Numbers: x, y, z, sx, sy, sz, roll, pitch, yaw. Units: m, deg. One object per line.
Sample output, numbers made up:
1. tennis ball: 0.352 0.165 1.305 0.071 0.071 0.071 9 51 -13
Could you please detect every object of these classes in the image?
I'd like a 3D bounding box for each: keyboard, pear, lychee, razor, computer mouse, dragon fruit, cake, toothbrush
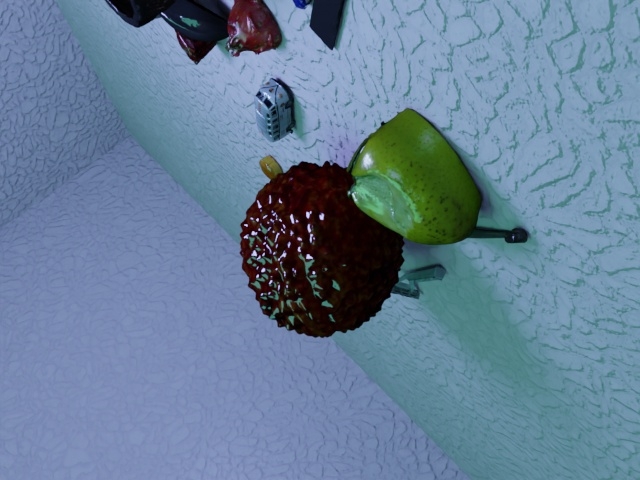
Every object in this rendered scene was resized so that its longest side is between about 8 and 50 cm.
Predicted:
1. keyboard: 0.013 -0.441 1.392 0.074 0.015 0.196 52 165 9
2. pear: 0.194 -0.086 1.448 0.292 0.159 0.292 43 163 16
3. lychee: 0.000 0.000 1.785 0.425 0.424 0.500 67 -163 -48
4. razor: 0.261 0.101 1.913 0.111 0.056 0.278 15 163 -12
5. computer mouse: -0.346 -0.571 1.831 0.269 0.086 0.137 33 -166 7
6. dragon fruit: -0.173 -0.482 1.657 0.153 0.111 0.153 42 163 16
7. dragon fruit: -0.358 -0.572 1.962 0.161 0.127 0.120 49 159 -3
8. cake: -0.162 -0.235 2.348 0.084 0.044 0.084 46 163 19
9. toothbrush: 0.326 -0.013 1.480 0.297 0.030 0.030 -171 70 -71

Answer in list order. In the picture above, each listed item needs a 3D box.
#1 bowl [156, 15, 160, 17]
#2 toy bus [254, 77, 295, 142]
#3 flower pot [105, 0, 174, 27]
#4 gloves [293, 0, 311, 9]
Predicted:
1. bowl: -0.541 -0.739 2.043 0.289 0.146 0.289 47 165 16
2. toy bus: -0.125 -0.339 1.897 0.087 0.089 0.194 46 164 16
3. flower pot: -0.353 -0.628 1.522 0.266 0.267 0.267 47 165 17
4. gloves: -0.053 -0.495 1.427 0.086 0.026 0.064 54 167 -13
